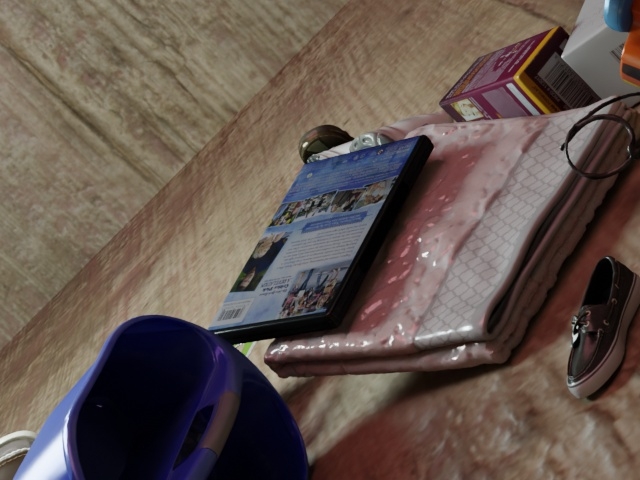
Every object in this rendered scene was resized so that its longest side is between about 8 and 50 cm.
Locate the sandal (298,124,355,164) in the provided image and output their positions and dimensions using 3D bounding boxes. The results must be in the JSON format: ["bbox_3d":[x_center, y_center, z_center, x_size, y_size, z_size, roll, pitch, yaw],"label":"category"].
[{"bbox_3d":[0.009,-0.119,2.387,0.090,0.060,0.219,-28,-20,6],"label":"sandal"}]

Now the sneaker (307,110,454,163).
[{"bbox_3d":[0.080,-0.090,2.226,0.129,0.111,0.297,-28,5,-23],"label":"sneaker"}]

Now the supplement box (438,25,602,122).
[{"bbox_3d":[0.224,-0.153,1.908,0.081,0.104,0.188,-50,14,-19],"label":"supplement box"}]

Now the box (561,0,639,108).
[{"bbox_3d":[0.340,-0.233,1.817,0.130,0.091,0.170,-35,17,40],"label":"box"}]

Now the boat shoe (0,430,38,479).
[{"bbox_3d":[-0.474,0.400,2.387,0.324,0.116,0.096,-48,17,7],"label":"boat shoe"}]

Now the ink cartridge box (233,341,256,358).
[{"bbox_3d":[-0.131,0.207,1.946,0.255,0.097,0.189,-34,18,36],"label":"ink cartridge box"}]

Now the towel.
[{"bbox_3d":[0.125,-0.005,1.723,0.317,0.053,0.332,-8,39,48],"label":"towel"}]

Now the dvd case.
[{"bbox_3d":[0.000,0.000,1.793,0.180,0.022,0.253,-11,39,44],"label":"dvd case"}]

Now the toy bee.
[{"bbox_3d":[0.316,-0.202,1.637,0.298,0.195,0.162,-47,-22,11],"label":"toy bee"}]

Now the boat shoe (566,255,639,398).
[{"bbox_3d":[0.218,0.068,1.405,0.049,0.040,0.142,-33,18,42],"label":"boat shoe"}]

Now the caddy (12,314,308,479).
[{"bbox_3d":[-0.139,0.213,1.637,0.179,0.241,0.341,-44,13,28],"label":"caddy"}]
